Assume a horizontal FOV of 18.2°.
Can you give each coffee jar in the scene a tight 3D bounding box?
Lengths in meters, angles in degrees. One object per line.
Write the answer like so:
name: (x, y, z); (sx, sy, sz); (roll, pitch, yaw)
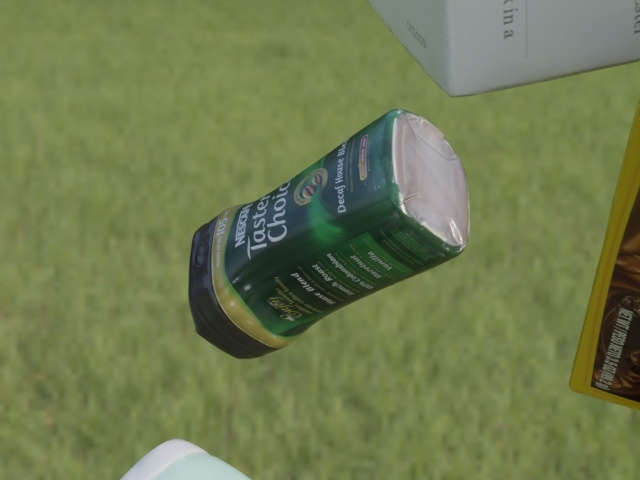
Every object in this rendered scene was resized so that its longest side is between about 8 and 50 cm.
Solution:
coffee jar: (0.000, 0.000, 1.232); (0.184, 0.096, 0.079); (-30, -49, 31)

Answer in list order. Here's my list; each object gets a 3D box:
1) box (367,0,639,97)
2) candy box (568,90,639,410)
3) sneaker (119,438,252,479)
box: (0.060, -0.167, 0.611); (0.119, 0.181, 0.182); (-12, 31, -12)
candy box: (0.142, 0.012, 0.646); (0.105, 0.027, 0.206); (14, -27, 8)
sneaker: (-0.098, 0.225, 1.100); (0.151, 0.094, 0.256); (22, 54, 33)
